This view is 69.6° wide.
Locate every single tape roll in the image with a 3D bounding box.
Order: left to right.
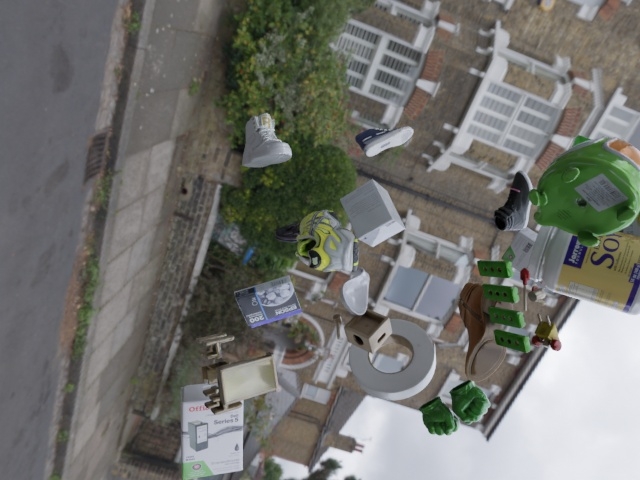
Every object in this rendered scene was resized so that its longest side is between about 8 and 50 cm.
[{"bbox_3d":[0.323,0.528,2.080,0.392,0.391,0.072,-77,157,-45],"label":"tape roll"}]

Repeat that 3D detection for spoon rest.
[{"bbox_3d":[0.143,0.189,1.830,0.084,0.137,0.276,-37,-164,27],"label":"spoon rest"}]

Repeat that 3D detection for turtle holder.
[{"bbox_3d":[0.713,-0.127,1.217,0.227,0.243,0.320,-45,149,-24],"label":"turtle holder"}]

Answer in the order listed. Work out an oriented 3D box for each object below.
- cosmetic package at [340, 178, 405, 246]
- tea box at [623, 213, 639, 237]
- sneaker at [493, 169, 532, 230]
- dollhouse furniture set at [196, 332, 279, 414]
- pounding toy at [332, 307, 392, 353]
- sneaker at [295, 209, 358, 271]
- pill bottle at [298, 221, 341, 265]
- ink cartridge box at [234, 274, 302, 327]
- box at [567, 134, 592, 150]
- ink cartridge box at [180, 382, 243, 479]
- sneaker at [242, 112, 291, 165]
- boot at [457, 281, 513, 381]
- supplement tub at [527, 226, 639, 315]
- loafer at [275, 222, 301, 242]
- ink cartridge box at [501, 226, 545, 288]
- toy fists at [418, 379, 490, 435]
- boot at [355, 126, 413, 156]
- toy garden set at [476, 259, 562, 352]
[{"bbox_3d":[0.196,-0.100,1.725,0.151,0.151,0.184,-31,-115,20],"label":"cosmetic package"},{"bbox_3d":[1.191,0.022,1.473,0.323,0.220,0.329,-4,-88,52],"label":"tea box"},{"bbox_3d":[0.886,-0.170,2.132,0.104,0.146,0.296,-136,-145,-59],"label":"sneaker"},{"bbox_3d":[-0.251,0.392,1.371,0.242,0.161,0.212,-7,-89,60],"label":"dollhouse furniture set"},{"bbox_3d":[0.138,0.352,1.776,0.181,0.206,0.094,-39,128,-32],"label":"pounding toy"},{"bbox_3d":[-0.013,-0.010,1.414,0.384,0.147,0.145,-143,-127,-67],"label":"sneaker"},{"bbox_3d":[0.000,0.000,1.766,0.193,0.108,0.108,-58,-169,26],"label":"pill bottle"},{"bbox_3d":[-0.182,0.237,1.674,0.045,0.206,0.208,-109,-178,-50],"label":"ink cartridge box"},{"bbox_3d":[1.061,-0.292,1.726,0.231,0.262,0.127,-20,134,-64],"label":"box"},{"bbox_3d":[-0.363,0.628,1.538,0.115,0.198,0.273,-153,-117,-70],"label":"ink cartridge box"},{"bbox_3d":[-0.179,-0.330,1.474,0.292,0.108,0.169,6,-86,59],"label":"sneaker"},{"bbox_3d":[0.476,0.270,1.430,0.220,0.109,0.284,-146,-113,-78],"label":"boot"},{"bbox_3d":[0.857,0.075,1.458,0.241,0.331,0.241,-34,133,-47],"label":"supplement tub"},{"bbox_3d":[-0.078,-0.056,2.237,0.109,0.302,0.095,-77,163,-48],"label":"loafer"},{"bbox_3d":[0.918,0.074,1.969,0.092,0.219,0.160,-20,142,-41],"label":"ink cartridge box"},{"bbox_3d":[0.525,0.670,1.803,0.279,0.142,0.096,-37,168,18],"label":"toy fists"},{"bbox_3d":[0.215,-0.358,1.561,0.086,0.190,0.069,58,-16,31],"label":"boot"},{"bbox_3d":[0.518,0.167,1.191,0.204,0.049,0.244,-1,-76,68],"label":"toy garden set"}]
